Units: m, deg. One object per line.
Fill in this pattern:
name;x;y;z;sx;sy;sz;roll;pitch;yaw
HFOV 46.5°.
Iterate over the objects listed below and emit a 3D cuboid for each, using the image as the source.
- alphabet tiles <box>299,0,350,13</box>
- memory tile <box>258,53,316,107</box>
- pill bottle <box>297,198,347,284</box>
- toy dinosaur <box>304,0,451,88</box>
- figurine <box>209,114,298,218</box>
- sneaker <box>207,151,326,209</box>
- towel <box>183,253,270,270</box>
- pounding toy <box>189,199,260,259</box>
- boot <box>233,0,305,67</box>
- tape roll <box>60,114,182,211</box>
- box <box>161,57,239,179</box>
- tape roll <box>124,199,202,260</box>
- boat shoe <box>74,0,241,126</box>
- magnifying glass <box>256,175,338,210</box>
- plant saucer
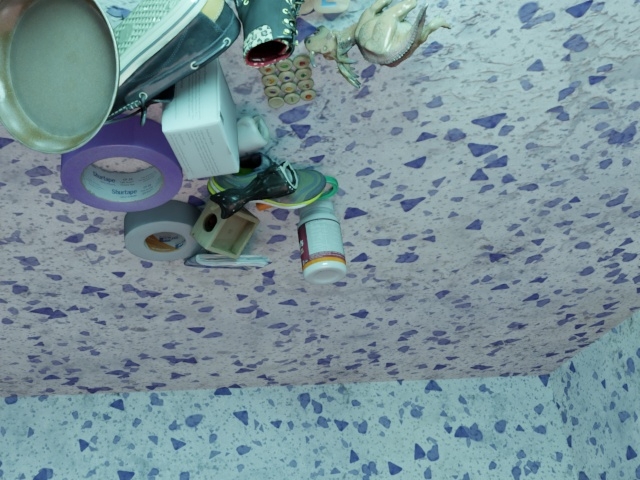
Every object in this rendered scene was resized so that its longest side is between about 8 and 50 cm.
alphabet tiles;-0.006;-0.515;1.318;0.277;0.021;0.284;-5;151;-7
memory tile;-0.070;-0.344;1.618;0.113;0.012;0.148;-9;151;2
pill bottle;0.000;0.000;2.034;0.121;0.221;0.121;-6;151;-4
toy dinosaur;0.111;-0.373;1.402;0.200;0.295;0.127;-46;119;-8
figurine;-0.194;-0.167;1.738;0.209;0.092;0.215;-24;117;16
sneaker;-0.126;-0.154;1.852;0.299;0.111;0.121;-1;146;-17
towel;-0.279;0.065;2.162;0.209;0.034;0.285;2;174;-18
pounding toy;-0.251;-0.077;1.957;0.181;0.094;0.206;22;102;-52
boot;-0.043;-0.408;1.291;0.236;0.179;0.085;-18;149;19
tape roll;-0.462;-0.175;1.743;0.274;0.090;0.275;-7;151;-4
box;-0.248;-0.255;1.558;0.118;0.182;0.181;-8;151;4
tape roll;-0.426;-0.024;2.039;0.219;0.072;0.219;-6;150;-4
boat shoe;-0.355;-0.317;1.424;0.500;0.187;0.156;-30;138;26
magnifying glass;-0.063;-0.121;2.006;0.230;0.026;0.092;-14;151;12
plant saucer;-0.473;-0.311;1.331;0.310;0.311;0.050;-24;178;26
